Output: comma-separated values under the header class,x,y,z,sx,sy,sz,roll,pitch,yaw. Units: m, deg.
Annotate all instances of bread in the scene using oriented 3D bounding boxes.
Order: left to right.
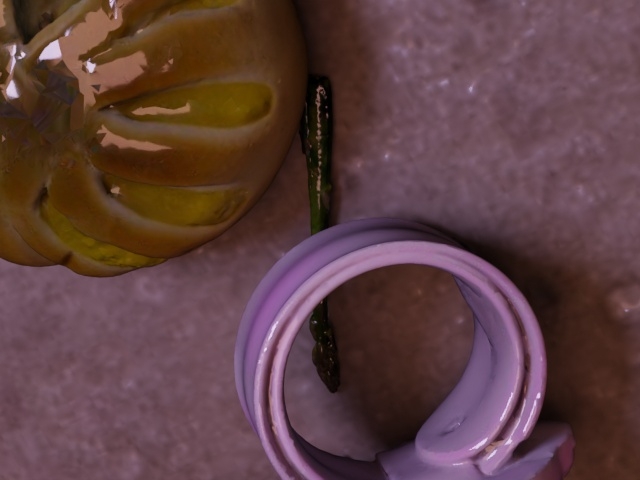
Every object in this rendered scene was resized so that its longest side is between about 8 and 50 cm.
class,x,y,z,sx,sy,sz,roll,pitch,yaw
bread,-0.174,-0.122,1.131,0.333,0.160,0.333,5,111,13

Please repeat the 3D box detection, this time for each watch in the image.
class,x,y,z,sx,sy,sz,roll,pitch,yaw
watch,0.025,0.107,1.156,0.248,0.211,0.218,-23,102,-5

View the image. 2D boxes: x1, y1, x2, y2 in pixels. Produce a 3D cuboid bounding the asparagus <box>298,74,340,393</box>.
class,x,y,z,sx,sy,sz,roll,pitch,yaw
asparagus,0.000,0.000,1.210,0.022,0.023,0.233,24,122,52
